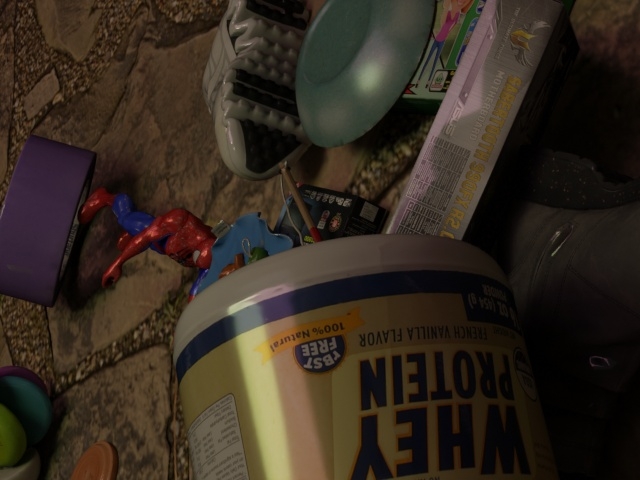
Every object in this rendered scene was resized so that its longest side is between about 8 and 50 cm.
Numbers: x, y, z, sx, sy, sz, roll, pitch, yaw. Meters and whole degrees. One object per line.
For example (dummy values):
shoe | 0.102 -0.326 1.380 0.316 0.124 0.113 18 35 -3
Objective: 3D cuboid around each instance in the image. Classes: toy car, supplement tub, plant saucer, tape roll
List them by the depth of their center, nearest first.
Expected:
supplement tub | 0.040 0.177 1.018 0.228 0.228 0.316 -33 60 42
plant saucer | 0.027 -0.181 1.492 0.195 0.037 0.195 -37 40 38
plant saucer | -0.239 0.248 1.695 0.083 0.013 0.083 -35 42 39
toy car | -0.371 0.198 1.831 0.136 0.159 0.182 -37 19 -36
tape roll | -0.321 -0.022 1.880 0.189 0.080 0.189 -164 90 -86

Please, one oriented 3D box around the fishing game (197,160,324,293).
fishing game | -0.078 0.060 1.507 0.264 0.041 0.189 -58 38 33

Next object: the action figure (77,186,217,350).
action figure | -0.185 0.026 1.701 0.280 0.091 0.139 9 68 59

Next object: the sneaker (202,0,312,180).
sneaker | -0.069 -0.148 1.652 0.118 0.110 0.292 -52 24 34

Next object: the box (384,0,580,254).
box | 0.121 -0.066 1.223 0.231 0.056 0.183 -67 -12 1

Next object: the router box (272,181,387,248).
router box | 0.000 0.000 1.487 0.122 0.038 0.092 15 82 59

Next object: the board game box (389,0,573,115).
board game box | 0.112 -0.218 1.471 0.317 0.046 0.213 11 79 59

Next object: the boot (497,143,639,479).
boot | 0.206 0.068 1.080 0.338 0.118 0.223 20 91 68
